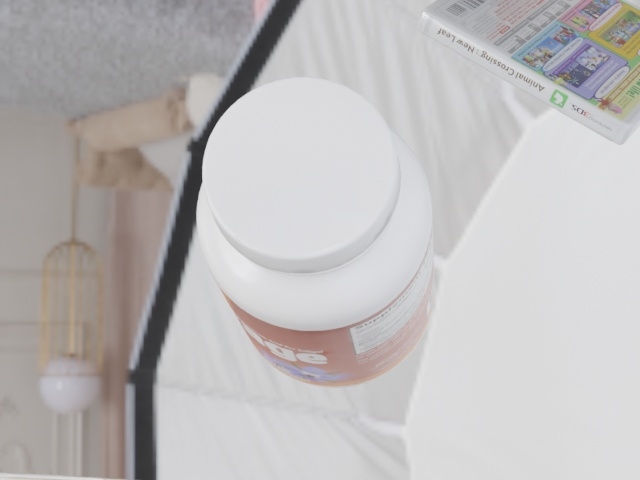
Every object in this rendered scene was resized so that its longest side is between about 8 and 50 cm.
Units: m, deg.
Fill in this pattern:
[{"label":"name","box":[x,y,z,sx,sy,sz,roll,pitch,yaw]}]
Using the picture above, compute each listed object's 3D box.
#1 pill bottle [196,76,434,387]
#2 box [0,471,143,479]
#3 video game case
[{"label":"pill bottle","box":[0.000,0.000,0.682,0.121,0.121,0.216,-1,161,6]},{"label":"box","box":[-0.018,0.184,0.616,0.148,0.121,0.311,0,168,24]},{"label":"video game case","box":[0.209,-0.173,1.077,0.193,0.023,0.212,33,-141,15]}]
